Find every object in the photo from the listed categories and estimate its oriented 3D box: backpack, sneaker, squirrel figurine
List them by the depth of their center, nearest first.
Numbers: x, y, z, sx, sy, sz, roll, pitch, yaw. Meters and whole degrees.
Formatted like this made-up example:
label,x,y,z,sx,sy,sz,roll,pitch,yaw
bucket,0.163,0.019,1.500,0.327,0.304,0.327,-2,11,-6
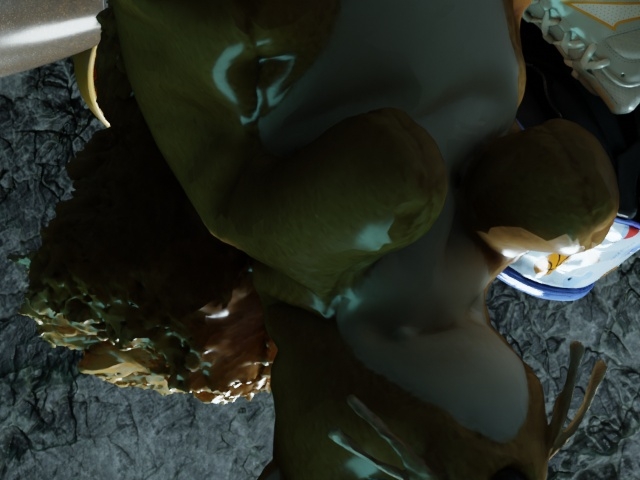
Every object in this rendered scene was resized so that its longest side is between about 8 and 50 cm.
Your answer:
label,x,y,z,sx,sy,sz,roll,pitch,yaw
squirrel figurine,0.000,0.000,0.825,0.281,0.370,0.397,-13,-175,-36
sneaker,0.185,-0.152,0.962,0.263,0.121,0.099,12,-179,-16
backpack,0.144,-0.082,1.089,0.277,0.213,0.263,10,-138,-41

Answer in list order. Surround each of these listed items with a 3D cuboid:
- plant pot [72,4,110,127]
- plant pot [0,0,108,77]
label,x,y,z,sx,sy,sz,roll,pitch,yaw
plant pot,-0.223,-0.242,1.754,0.205,0.205,0.188,11,-162,-36
plant pot,-0.337,-0.255,1.473,0.231,0.215,0.215,-2,-176,-6
